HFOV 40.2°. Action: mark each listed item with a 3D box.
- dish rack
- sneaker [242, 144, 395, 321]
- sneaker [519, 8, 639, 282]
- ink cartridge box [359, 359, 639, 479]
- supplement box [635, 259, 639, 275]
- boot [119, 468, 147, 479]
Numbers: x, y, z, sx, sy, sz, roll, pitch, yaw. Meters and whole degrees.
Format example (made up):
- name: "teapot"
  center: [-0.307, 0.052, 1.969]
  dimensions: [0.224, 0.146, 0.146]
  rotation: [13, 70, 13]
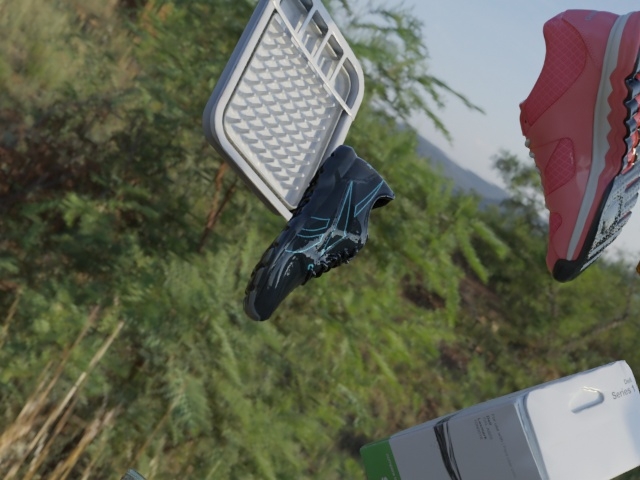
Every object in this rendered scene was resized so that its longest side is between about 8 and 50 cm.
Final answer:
- name: "dish rack"
  center: [-0.061, -0.220, 1.382]
  dimensions: [0.072, 0.332, 0.285]
  rotation: [3, -31, 34]
- name: "sneaker"
  center: [0.000, 0.000, 1.106]
  dimensions: [0.106, 0.267, 0.101]
  rotation: [36, -21, -6]
- name: "sneaker"
  center: [0.282, -0.107, 0.968]
  dimensions: [0.136, 0.313, 0.116]
  rotation: [25, 33, 34]
- name: "ink cartridge box"
  center: [0.169, 0.193, 0.805]
  dimensions: [0.160, 0.219, 0.092]
  rotation: [-9, 75, -37]
- name: "supplement box"
  center: [0.398, -0.042, 0.856]
  dimensions: [0.080, 0.233, 0.078]
  rotation: [10, 26, -7]
- name: "boot"
  center: [-0.308, 0.460, 1.299]
  dimensions: [0.165, 0.213, 0.077]
  rotation: [-27, 35, -36]
